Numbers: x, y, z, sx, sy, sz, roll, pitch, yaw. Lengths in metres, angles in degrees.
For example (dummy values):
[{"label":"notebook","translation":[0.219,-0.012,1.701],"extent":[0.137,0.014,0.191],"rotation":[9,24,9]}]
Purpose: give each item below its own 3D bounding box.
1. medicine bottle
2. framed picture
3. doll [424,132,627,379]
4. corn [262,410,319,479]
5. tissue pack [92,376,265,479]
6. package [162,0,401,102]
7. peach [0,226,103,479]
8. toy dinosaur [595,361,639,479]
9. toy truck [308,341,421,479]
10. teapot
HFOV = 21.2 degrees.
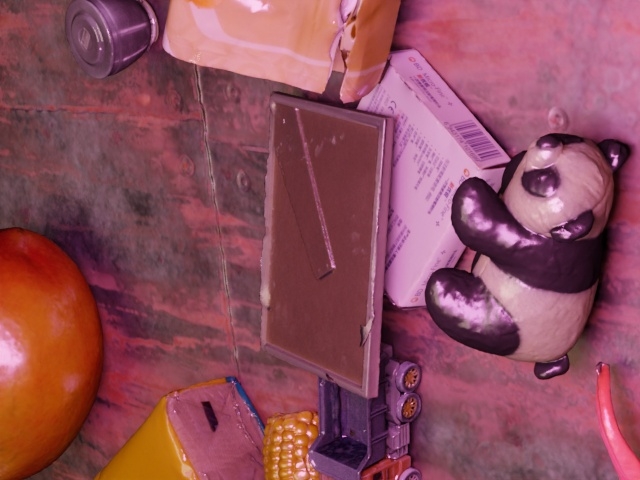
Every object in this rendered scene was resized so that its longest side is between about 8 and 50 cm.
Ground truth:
[{"label":"medicine bottle","translation":[0.083,-0.057,1.658],"extent":[0.171,0.052,0.201],"rotation":[52,136,28]},{"label":"framed picture","translation":[0.000,0.000,1.710],"extent":[0.209,0.019,0.281],"rotation":[22,112,53]},{"label":"doll","translation":[0.188,0.004,1.516],"extent":[0.135,0.143,0.234],"rotation":[24,121,22]},{"label":"corn","translation":[0.000,0.334,1.869],"extent":[0.106,0.106,0.305],"rotation":[-5,98,49]},{"label":"tissue pack","translation":[-0.158,0.305,2.013],"extent":[0.192,0.134,0.271],"rotation":[58,138,16]},{"label":"package","translation":[0.007,-0.286,1.541],"extent":[0.165,0.221,0.311],"rotation":[41,131,27]},{"label":"peach","translation":[-0.412,0.140,2.131],"extent":[0.308,0.308,0.332],"rotation":[35,112,35]},{"label":"toy dinosaur","translation":[0.319,0.250,1.521],"extent":[0.139,0.070,0.286],"rotation":[-1,101,38]},{"label":"toy truck","translation":[0.045,0.191,1.772],"extent":[0.083,0.092,0.192],"rotation":[18,118,42]},{"label":"teapot","translation":[-0.228,-0.250,1.912],"extent":[0.092,0.091,0.124],"rotation":[33,133,35]}]
